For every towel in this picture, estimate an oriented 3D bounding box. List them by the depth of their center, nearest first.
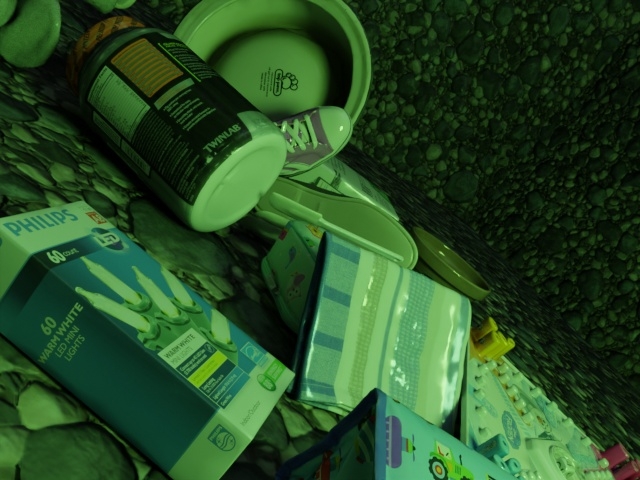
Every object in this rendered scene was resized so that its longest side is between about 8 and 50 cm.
[{"bbox_3d":[0.090,0.130,0.836,0.285,0.209,0.034,26,-21,-36],"label":"towel"}]

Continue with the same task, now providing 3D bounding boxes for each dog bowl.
[{"bbox_3d":[-0.098,-0.305,1.311,0.408,0.408,0.150,42,-5,12],"label":"dog bowl"}]

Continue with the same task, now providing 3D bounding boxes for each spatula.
[{"bbox_3d":[0.000,0.000,1.071,0.242,0.168,0.019,25,61,-17],"label":"spatula"}]

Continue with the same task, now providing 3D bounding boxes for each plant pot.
[{"bbox_3d":[0.277,0.081,1.562,0.237,0.110,0.237,37,14,-10],"label":"plant pot"}]

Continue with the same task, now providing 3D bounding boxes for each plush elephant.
[{"bbox_3d":[-0.477,-0.416,1.025,0.272,0.255,0.330,45,5,-14],"label":"plush elephant"}]

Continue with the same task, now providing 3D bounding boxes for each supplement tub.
[{"bbox_3d":[-0.218,-0.178,0.977,0.316,0.194,0.193,44,15,17],"label":"supplement tub"}]

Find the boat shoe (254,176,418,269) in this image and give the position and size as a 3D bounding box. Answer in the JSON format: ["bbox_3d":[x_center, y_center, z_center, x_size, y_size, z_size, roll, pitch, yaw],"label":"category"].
[{"bbox_3d":[0.033,-0.030,1.200,0.335,0.112,0.095,25,2,21],"label":"boat shoe"}]

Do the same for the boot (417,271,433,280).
[{"bbox_3d":[0.178,0.108,1.258,0.045,0.099,0.121,48,17,27],"label":"boot"}]

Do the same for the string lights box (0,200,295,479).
[{"bbox_3d":[-0.158,0.082,0.563,0.259,0.077,0.133,39,16,3],"label":"string lights box"}]

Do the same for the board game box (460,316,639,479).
[{"bbox_3d":[0.352,0.325,0.927,0.390,0.050,0.390,43,23,-5],"label":"board game box"}]

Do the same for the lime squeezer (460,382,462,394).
[{"bbox_3d":[0.188,0.193,1.113,0.310,0.059,0.110,42,15,17],"label":"lime squeezer"}]

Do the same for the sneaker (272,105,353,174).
[{"bbox_3d":[-0.080,-0.162,1.120,0.161,0.282,0.102,30,39,-84],"label":"sneaker"}]

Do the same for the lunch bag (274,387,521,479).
[{"bbox_3d":[0.091,0.292,0.471,0.221,0.138,0.293,36,24,-22],"label":"lunch bag"}]

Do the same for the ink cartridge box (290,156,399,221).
[{"bbox_3d":[0.019,-0.114,1.503,0.289,0.121,0.211,35,15,-13],"label":"ink cartridge box"}]

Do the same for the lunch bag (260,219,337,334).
[{"bbox_3d":[0.046,0.096,0.958,0.279,0.108,0.224,29,18,-32],"label":"lunch bag"}]
